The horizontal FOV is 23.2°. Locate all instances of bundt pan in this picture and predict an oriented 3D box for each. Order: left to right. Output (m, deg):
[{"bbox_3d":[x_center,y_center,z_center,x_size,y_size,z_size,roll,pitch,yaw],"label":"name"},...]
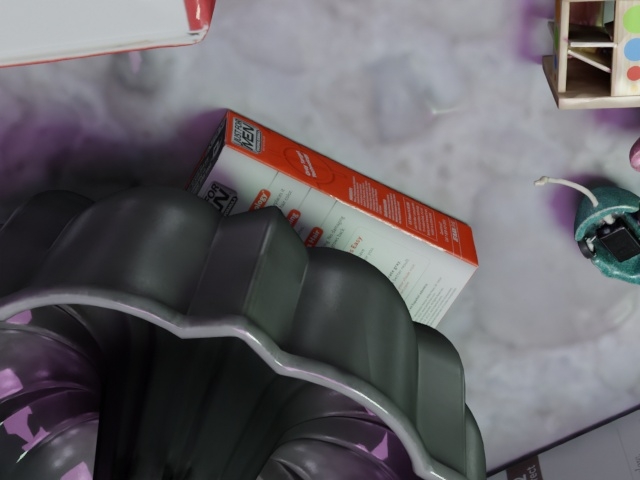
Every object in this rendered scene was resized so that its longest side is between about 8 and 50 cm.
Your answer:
[{"bbox_3d":[-0.069,0.102,0.758,0.331,0.124,0.331,8,133,8],"label":"bundt pan"}]

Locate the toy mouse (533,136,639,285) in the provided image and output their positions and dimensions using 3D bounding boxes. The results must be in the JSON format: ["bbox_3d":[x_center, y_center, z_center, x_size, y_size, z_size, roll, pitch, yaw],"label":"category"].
[{"bbox_3d":[0.170,-0.027,0.760,0.143,0.031,0.161,7,136,-10],"label":"toy mouse"}]

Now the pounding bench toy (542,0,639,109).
[{"bbox_3d":[0.148,-0.102,0.718,0.083,0.052,0.065,-2,119,0],"label":"pounding bench toy"}]

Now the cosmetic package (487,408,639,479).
[{"bbox_3d":[0.164,0.207,0.835,0.183,0.151,0.151,-26,116,12],"label":"cosmetic package"}]

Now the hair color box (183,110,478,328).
[{"bbox_3d":[0.000,0.000,0.778,0.141,0.043,0.072,26,117,-15],"label":"hair color box"}]

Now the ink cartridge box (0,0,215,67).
[{"bbox_3d":[-0.094,-0.203,0.534,0.114,0.273,0.197,-6,119,7],"label":"ink cartridge box"}]
